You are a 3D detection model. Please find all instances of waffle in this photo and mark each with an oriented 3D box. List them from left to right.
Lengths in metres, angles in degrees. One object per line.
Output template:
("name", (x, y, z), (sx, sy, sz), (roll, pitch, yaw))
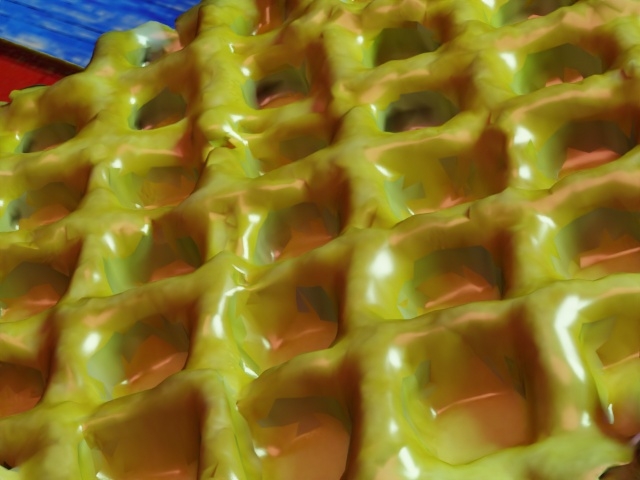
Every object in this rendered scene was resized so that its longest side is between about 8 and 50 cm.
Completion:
("waffle", (-0.006, 0.007, 0.477), (0.329, 0.062, 0.329), (-12, 39, 10))

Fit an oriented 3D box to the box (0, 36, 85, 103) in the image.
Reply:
("box", (-0.125, 0.002, 0.610), (0.240, 0.074, 0.153), (21, 48, 20))
